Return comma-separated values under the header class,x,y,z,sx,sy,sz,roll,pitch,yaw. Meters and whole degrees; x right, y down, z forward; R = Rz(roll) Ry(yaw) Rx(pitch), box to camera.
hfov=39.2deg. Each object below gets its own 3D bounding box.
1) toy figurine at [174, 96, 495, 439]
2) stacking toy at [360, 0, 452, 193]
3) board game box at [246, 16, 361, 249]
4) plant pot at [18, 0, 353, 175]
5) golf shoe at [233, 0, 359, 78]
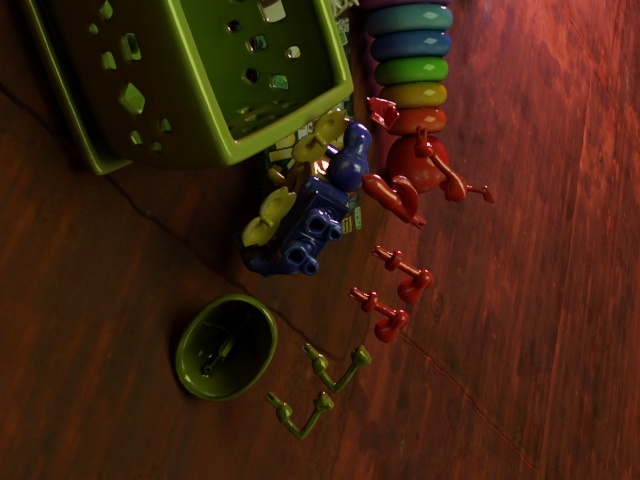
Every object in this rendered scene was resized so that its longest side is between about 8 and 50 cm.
class,x,y,z,sx,sy,sz,roll,pitch,yaw
toy figurine,0.000,0.000,0.966,0.191,0.362,0.217,28,21,-13
stacking toy,0.134,-0.232,1.282,0.141,0.141,0.330,-13,99,-54
board game box,-0.018,-0.123,1.053,0.136,0.030,0.259,-16,111,-32
plant pot,-0.132,-0.192,0.836,0.228,0.207,0.227,-38,114,-49
golf shoe,-0.018,-0.288,1.085,0.105,0.120,0.272,47,50,-41
